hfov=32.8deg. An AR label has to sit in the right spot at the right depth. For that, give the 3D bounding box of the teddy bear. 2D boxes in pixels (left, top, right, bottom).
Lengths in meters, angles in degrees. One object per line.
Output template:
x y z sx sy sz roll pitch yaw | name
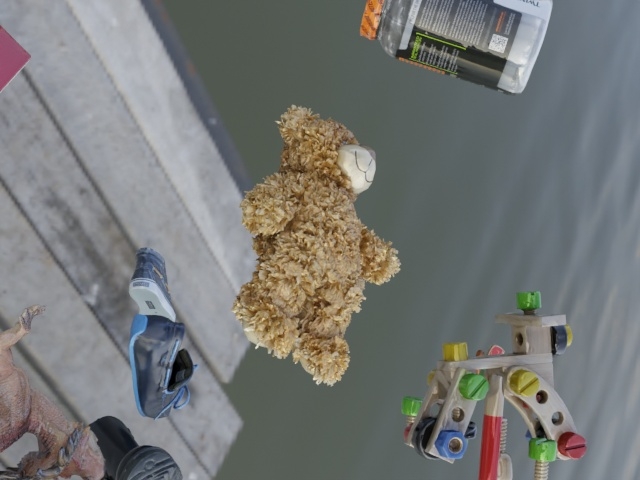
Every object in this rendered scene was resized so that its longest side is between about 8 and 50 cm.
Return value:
0.000 0.000 1.282 0.245 0.113 0.338 44 50 -20 | teddy bear

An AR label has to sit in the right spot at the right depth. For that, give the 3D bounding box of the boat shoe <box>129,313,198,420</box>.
-0.231 0.201 1.622 0.258 0.089 0.109 95 -3 -61 | boat shoe

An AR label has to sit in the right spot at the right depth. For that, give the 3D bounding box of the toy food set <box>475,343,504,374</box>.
0.283 0.228 1.911 0.122 0.019 0.078 -43 103 3 | toy food set

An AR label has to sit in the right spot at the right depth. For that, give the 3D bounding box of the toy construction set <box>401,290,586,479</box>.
0.243 0.187 1.475 0.309 0.257 0.237 -9 104 -85 | toy construction set

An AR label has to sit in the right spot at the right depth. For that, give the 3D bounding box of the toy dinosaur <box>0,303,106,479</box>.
-0.361 0.192 1.119 0.295 0.127 0.200 -9 72 -30 | toy dinosaur

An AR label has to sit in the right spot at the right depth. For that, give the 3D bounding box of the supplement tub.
0.146 -0.239 1.188 0.117 0.190 0.117 19 90 -87 | supplement tub

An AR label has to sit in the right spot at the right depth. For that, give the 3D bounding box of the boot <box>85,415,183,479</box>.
-0.283 0.326 1.571 0.094 0.207 0.246 -33 142 -22 | boot

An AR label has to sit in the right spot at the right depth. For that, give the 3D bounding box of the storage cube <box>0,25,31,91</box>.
-0.556 -0.231 1.492 0.193 0.183 0.215 45 39 -21 | storage cube

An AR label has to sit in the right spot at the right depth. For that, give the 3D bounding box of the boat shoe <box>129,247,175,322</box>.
-0.287 0.085 1.900 0.183 0.065 0.083 85 8 -62 | boat shoe
